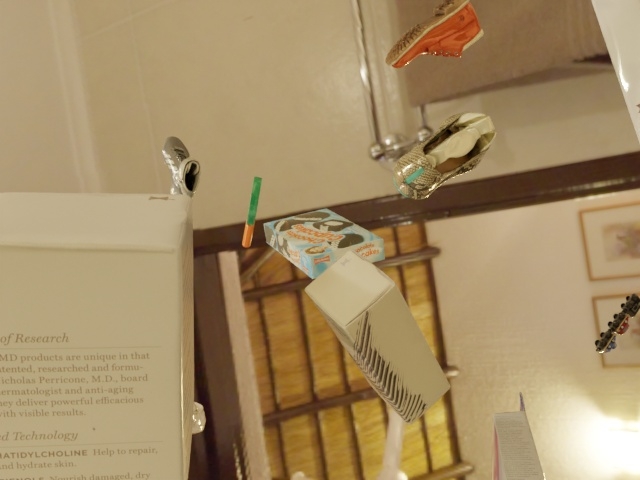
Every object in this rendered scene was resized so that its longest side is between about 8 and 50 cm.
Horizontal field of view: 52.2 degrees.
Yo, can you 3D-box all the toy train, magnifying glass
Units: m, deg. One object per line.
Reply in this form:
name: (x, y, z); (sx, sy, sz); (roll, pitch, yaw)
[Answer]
toy train: (0.614, 0.174, 1.343); (0.036, 0.027, 0.158); (43, -109, 4)
magnifying glass: (-0.165, -0.061, 1.558); (0.231, 0.026, 0.092); (106, 171, -52)

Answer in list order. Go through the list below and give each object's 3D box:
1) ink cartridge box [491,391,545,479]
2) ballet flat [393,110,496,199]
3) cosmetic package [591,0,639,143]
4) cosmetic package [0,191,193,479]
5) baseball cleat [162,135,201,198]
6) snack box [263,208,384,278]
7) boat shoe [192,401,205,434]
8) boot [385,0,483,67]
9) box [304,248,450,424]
ink cartridge box: (0.316, 0.469, 1.082); (0.330, 0.071, 0.324); (-56, -35, -74)
ballet flat: (0.384, -0.264, 1.818); (0.164, 0.182, 0.483); (53, -132, 0)
cosmetic package: (0.628, -0.314, 1.104); (0.156, 0.217, 0.385); (-1, -109, -44)
cosmetic package: (-0.365, 0.147, 1.012); (0.329, 0.327, 0.394); (-117, 29, -73)
baseball cleat: (-0.315, -0.178, 1.519); (0.072, 0.109, 0.206); (5, -124, -37)
snack box: (0.000, 0.000, 1.613); (0.187, 0.322, 0.060); (-15, -69, -20)
boat shoe: (-0.296, 0.348, 1.351); (0.277, 0.098, 0.096); (54, -136, -82)
boot: (0.178, -0.304, 1.013); (0.085, 0.158, 0.059); (51, -172, -25)
box: (0.090, 0.147, 0.956); (0.094, 0.113, 0.275); (-40, -50, -9)
